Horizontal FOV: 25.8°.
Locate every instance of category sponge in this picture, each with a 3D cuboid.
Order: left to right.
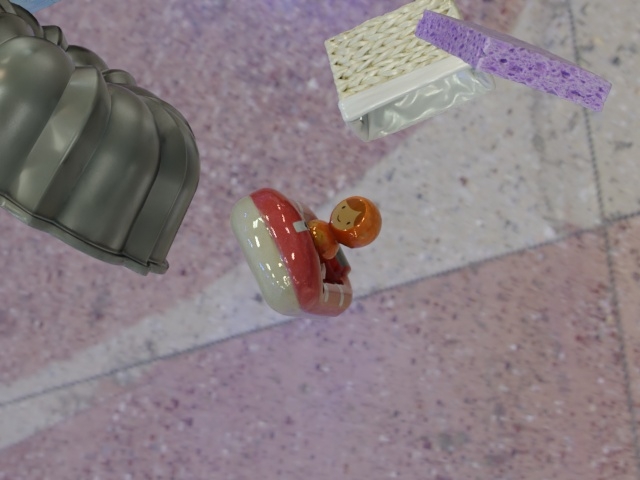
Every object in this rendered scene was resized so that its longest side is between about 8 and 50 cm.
[{"bbox_3d":[0.164,-0.163,1.234,0.210,0.117,0.031,-124,52,-71],"label":"sponge"}]

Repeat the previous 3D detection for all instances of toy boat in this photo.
[{"bbox_3d":[0.000,0.000,1.593,0.151,0.231,0.151,-29,77,13],"label":"toy boat"}]

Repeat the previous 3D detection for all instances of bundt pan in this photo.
[{"bbox_3d":[-0.234,-0.110,1.166,0.331,0.331,0.124,38,95,37],"label":"bundt pan"}]

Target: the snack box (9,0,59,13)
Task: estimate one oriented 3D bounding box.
[{"bbox_3d":[-0.295,-0.389,1.473,0.187,0.060,0.322,-22,59,13],"label":"snack box"}]

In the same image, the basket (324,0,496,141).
[{"bbox_3d":[0.097,-0.196,1.567,0.167,0.113,0.103,-23,75,11],"label":"basket"}]
